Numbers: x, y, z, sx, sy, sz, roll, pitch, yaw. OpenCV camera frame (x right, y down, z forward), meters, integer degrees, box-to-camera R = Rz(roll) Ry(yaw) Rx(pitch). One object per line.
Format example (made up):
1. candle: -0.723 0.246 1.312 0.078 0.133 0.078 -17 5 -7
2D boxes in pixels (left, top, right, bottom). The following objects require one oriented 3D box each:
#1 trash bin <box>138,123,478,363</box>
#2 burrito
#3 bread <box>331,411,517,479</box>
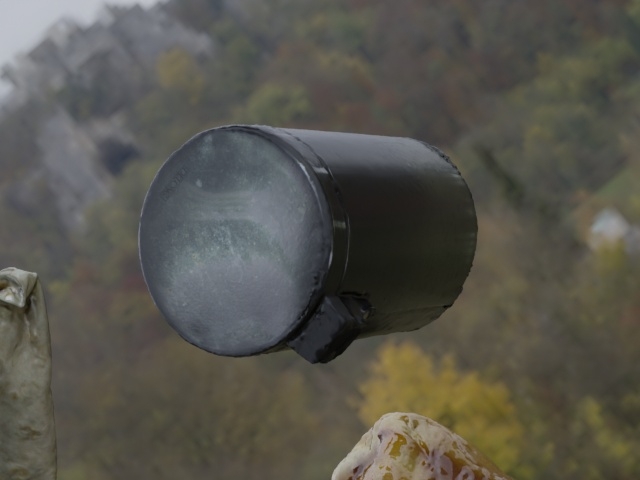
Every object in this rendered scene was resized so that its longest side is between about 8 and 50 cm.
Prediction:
1. trash bin: 0.000 0.000 1.811 0.203 0.252 0.301 -53 -23 20
2. burrito: -0.218 0.147 1.324 0.082 0.275 0.059 7 15 20
3. bread: 0.174 0.325 2.077 0.195 0.344 0.149 -53 7 47
